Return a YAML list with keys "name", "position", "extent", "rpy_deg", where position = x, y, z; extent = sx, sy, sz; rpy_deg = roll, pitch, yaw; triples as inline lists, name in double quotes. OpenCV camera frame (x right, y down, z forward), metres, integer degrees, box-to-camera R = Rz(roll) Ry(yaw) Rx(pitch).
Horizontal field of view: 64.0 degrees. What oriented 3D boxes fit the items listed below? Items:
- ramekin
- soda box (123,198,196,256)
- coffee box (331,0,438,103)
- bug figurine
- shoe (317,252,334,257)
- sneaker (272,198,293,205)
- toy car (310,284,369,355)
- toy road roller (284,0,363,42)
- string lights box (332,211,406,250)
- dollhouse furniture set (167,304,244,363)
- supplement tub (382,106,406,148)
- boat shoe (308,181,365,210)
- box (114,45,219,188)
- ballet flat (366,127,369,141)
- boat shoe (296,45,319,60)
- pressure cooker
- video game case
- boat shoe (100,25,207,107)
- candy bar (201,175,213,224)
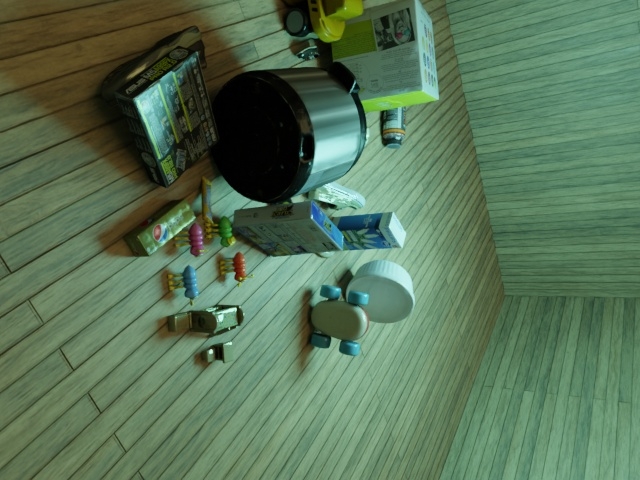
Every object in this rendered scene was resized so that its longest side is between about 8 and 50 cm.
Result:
- name: "ramekin"
  position: [0.243, 0.196, 2.046]
  extent: [0.273, 0.272, 0.127]
  rpy_deg: [62, 30, -32]
- name: "soda box"
  position: [-0.399, -0.034, 1.285]
  extent: [0.181, 0.058, 0.061]
  rpy_deg: [-52, 128, -45]
- name: "coffee box"
  position: [0.258, -0.702, 2.011]
  extent: [0.337, 0.338, 0.335]
  rpy_deg: [-22, 106, -66]
- name: "bug figurine"
  position: [-0.297, 0.048, 1.418]
  extent: [0.279, 0.072, 0.216]
  rpy_deg: [-18, 102, -55]
- name: "shoe"
  position: [0.000, 0.000, 1.869]
  extent: [0.219, 0.058, 0.077]
  rpy_deg: [44, 53, -45]
- name: "sneaker"
  position: [-0.113, -0.072, 1.720]
  extent: [0.069, 0.082, 0.209]
  rpy_deg: [-24, 94, -14]
- name: "toy car"
  position: [0.098, 0.285, 1.887]
  extent: [0.238, 0.210, 0.219]
  rpy_deg: [11, 88, -68]
- name: "toy road roller"
  position: [0.010, -0.866, 1.790]
  extent: [0.202, 0.240, 0.330]
  rpy_deg: [-21, 105, -55]
- name: "string lights box"
  position: [0.179, -0.033, 1.958]
  extent: [0.133, 0.259, 0.077]
  rpy_deg: [51, 48, -40]
- name: "dollhouse furniture set"
  position: [-0.298, 0.266, 1.372]
  extent: [0.182, 0.101, 0.161]
  rpy_deg: [-7, 93, -56]
- name: "supplement tub"
  position: [0.342, -0.529, 2.376]
  extent: [0.106, 0.106, 0.198]
  rpy_deg: [13, 77, -55]
- name: "boat shoe"
  position: [0.055, -0.163, 1.947]
  extent: [0.302, 0.109, 0.094]
  rpy_deg: [19, 87, -44]
- name: "box"
  position: [-0.358, -0.294, 1.243]
  extent: [0.216, 0.060, 0.270]
  rpy_deg: [-53, 155, -31]
- name: "ballet flat"
  position: [0.113, -0.410, 2.005]
  extent: [0.409, 0.147, 0.147]
  rpy_deg: [-18, 102, -56]
- name: "boat shoe"
  position: [-0.044, -0.678, 1.866]
  extent: [0.133, 0.049, 0.042]
  rpy_deg: [-42, 113, -54]
- name: "pressure cooker"
  position: [-0.072, -0.319, 1.517]
  extent: [0.420, 0.369, 0.376]
  rpy_deg: [-27, 114, -50]
- name: "video game case"
  position: [-0.089, -0.029, 1.532]
  extent: [0.269, 0.244, 0.061]
  rpy_deg: [45, 43, -60]
- name: "boat shoe"
  position: [-0.386, -0.412, 1.271]
  extent: [0.355, 0.132, 0.130]
  rpy_deg: [-56, 131, -40]
- name: "candy bar"
  position: [-0.312, -0.109, 1.412]
  extent: [0.040, 0.018, 0.162]
  rpy_deg: [45, 26, -47]
